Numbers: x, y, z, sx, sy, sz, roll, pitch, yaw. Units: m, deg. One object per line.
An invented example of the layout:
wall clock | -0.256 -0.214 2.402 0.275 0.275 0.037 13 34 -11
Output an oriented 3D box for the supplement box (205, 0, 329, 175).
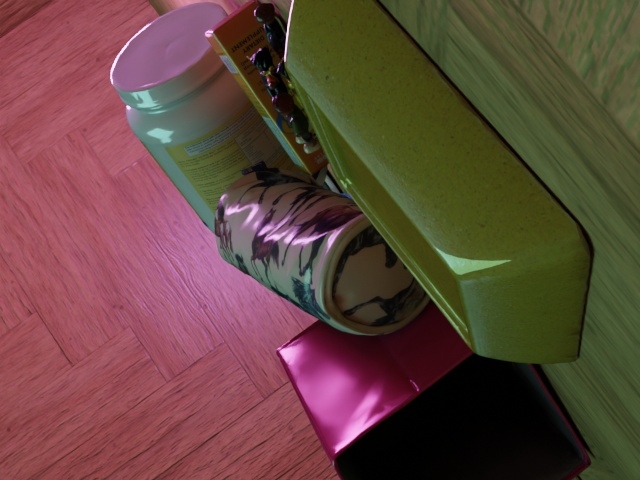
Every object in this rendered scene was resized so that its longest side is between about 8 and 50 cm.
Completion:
supplement box | -0.054 -0.201 1.325 0.233 0.078 0.080 54 174 -19

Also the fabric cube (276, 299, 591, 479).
fabric cube | 0.135 0.212 1.269 0.254 0.259 0.258 54 179 -29

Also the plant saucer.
plant saucer | 0.086 -0.041 0.849 0.332 0.081 0.333 54 178 24

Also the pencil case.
pencil case | 0.000 0.000 1.312 0.160 0.183 0.410 44 171 -27

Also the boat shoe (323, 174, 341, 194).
boat shoe | 0.006 -0.050 1.947 0.319 0.099 0.116 57 180 -32

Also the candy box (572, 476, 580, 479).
candy box | 0.339 0.317 1.523 0.206 0.027 0.105 53 175 11

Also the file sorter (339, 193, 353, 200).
file sorter | 0.055 0.013 1.830 0.118 0.104 0.170 51 177 39

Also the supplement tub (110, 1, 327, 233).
supplement tub | -0.158 -0.185 1.586 0.331 0.241 0.241 57 176 -40

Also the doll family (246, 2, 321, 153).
doll family | -0.042 -0.200 1.181 0.193 0.076 0.111 56 -176 35
